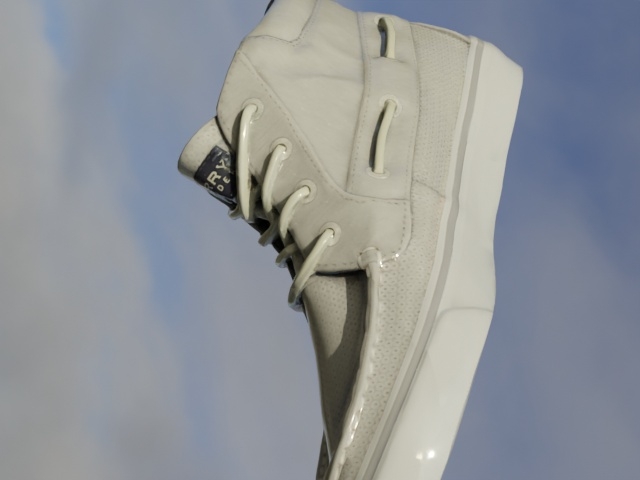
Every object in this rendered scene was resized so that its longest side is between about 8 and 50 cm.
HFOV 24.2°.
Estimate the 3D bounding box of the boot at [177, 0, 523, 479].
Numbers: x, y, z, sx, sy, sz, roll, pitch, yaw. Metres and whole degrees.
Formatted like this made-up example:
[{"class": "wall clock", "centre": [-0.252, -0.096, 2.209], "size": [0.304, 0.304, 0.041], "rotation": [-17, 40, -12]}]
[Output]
[{"class": "boot", "centre": [0.000, 0.000, 0.575], "size": [0.258, 0.123, 0.095], "rotation": [-76, -173, -46]}]
